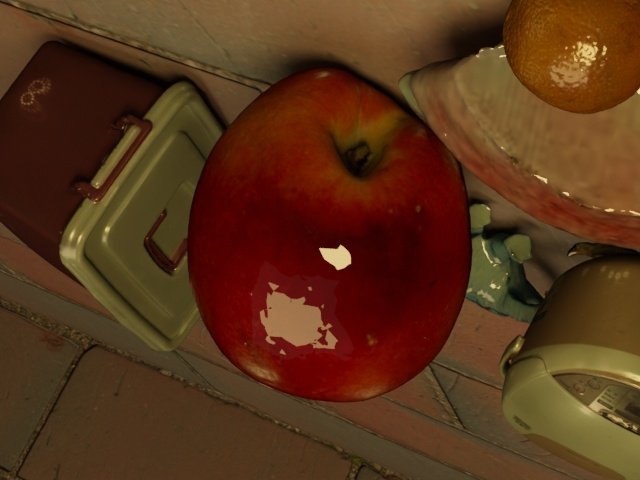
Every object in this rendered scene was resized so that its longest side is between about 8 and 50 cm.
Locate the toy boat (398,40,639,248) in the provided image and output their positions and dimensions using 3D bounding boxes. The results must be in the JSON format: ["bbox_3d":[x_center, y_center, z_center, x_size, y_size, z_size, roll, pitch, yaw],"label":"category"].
[{"bbox_3d":[0.147,-0.051,0.908,0.206,0.096,0.282,22,177,6],"label":"toy boat"}]

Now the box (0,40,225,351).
[{"bbox_3d":[-0.190,-0.042,1.288,0.167,0.193,0.294,27,166,22],"label":"box"}]

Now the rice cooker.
[{"bbox_3d":[0.197,0.083,0.899,0.145,0.127,0.206,27,168,0],"label":"rice cooker"}]

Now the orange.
[{"bbox_3d":[0.135,-0.106,0.732,0.085,0.085,0.085,25,165,7],"label":"orange"}]

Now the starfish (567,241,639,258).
[{"bbox_3d":[0.262,0.037,0.985,0.216,0.050,0.223,27,174,-31],"label":"starfish"}]

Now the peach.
[{"bbox_3d":[0.000,0.000,1.013,0.199,0.244,0.243,-7,-179,-27],"label":"peach"}]

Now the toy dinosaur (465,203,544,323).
[{"bbox_3d":[0.120,0.014,1.155,0.329,0.076,0.144,24,174,-18],"label":"toy dinosaur"}]
